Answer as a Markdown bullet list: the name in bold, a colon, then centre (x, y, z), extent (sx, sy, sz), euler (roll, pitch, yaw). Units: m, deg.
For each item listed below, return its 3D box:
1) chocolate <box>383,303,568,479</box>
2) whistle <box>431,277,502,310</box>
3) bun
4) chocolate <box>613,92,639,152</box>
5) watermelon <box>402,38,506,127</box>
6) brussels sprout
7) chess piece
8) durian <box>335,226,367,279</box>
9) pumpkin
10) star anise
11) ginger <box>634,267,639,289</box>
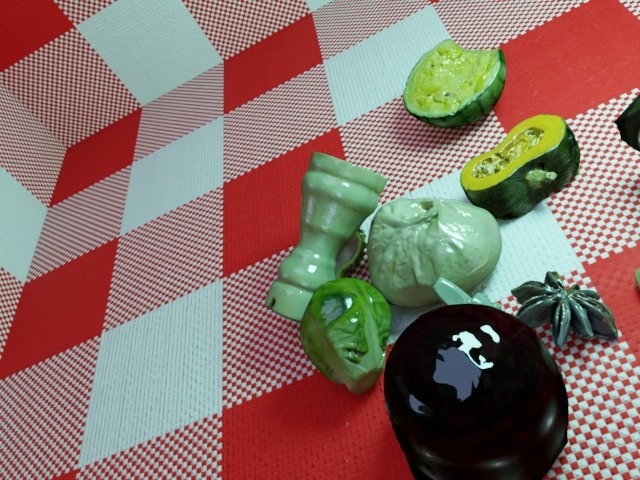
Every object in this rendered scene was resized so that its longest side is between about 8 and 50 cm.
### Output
- **chocolate**: centre (0.270, 0.296, 1.193), extent (0.383, 0.331, 0.384), euler (-10, 65, 24)
- **whistle**: centre (0.358, 0.180, 1.439), extent (0.253, 0.106, 0.102), euler (40, 72, 14)
- **bun**: centre (0.269, 0.006, 1.619), extent (0.360, 0.213, 0.361), euler (-21, 41, 19)
- **chocolate**: centre (0.840, -0.199, 1.324), extent (0.314, 0.325, 0.297), euler (119, 168, -49)
- **watermelon**: centre (0.437, -0.465, 1.974), extent (0.330, 0.189, 0.331), euler (-29, 44, 34)
- **brussels sprout**: centre (0.064, 0.231, 1.555), extent (0.210, 0.219, 0.272), euler (-57, 46, 47)
- **chess piece**: centre (0.000, 0.000, 1.711), extent (0.234, 0.234, 0.443), euler (24, 92, 46)
- **durian**: centre (0.073, 0.049, 1.833), extent (0.140, 0.078, 0.225), euler (2, 75, 25)
- **pumpkin**: centre (0.533, -0.182, 1.668), extent (0.317, 0.139, 0.222), euler (-34, 38, 2)
- **star anise**: centre (0.525, 0.151, 1.376), extent (0.236, 0.093, 0.229), euler (15, 39, 22)
- **ginger**: centre (0.751, 0.085, 1.319), extent (0.133, 0.059, 0.214), euler (-42, 39, 0)
